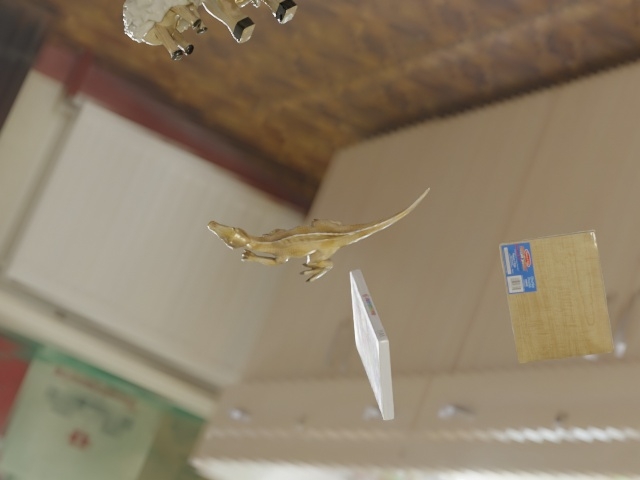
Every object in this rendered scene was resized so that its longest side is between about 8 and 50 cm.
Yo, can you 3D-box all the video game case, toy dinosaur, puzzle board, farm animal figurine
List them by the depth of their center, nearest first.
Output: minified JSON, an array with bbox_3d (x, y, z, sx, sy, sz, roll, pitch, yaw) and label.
[{"bbox_3d":[0.000,0.000,1.583,0.183,0.053,0.092,-8,171,-6],"label":"toy dinosaur"},{"bbox_3d":[0.047,0.093,1.736,0.011,0.122,0.087,-9,121,-7],"label":"video game case"},{"bbox_3d":[0.236,0.056,1.915,0.096,0.128,0.011,-8,-166,13],"label":"puzzle board"},{"bbox_3d":[-0.070,-0.386,2.238,0.172,0.330,0.326,50,131,18],"label":"farm animal figurine"}]
